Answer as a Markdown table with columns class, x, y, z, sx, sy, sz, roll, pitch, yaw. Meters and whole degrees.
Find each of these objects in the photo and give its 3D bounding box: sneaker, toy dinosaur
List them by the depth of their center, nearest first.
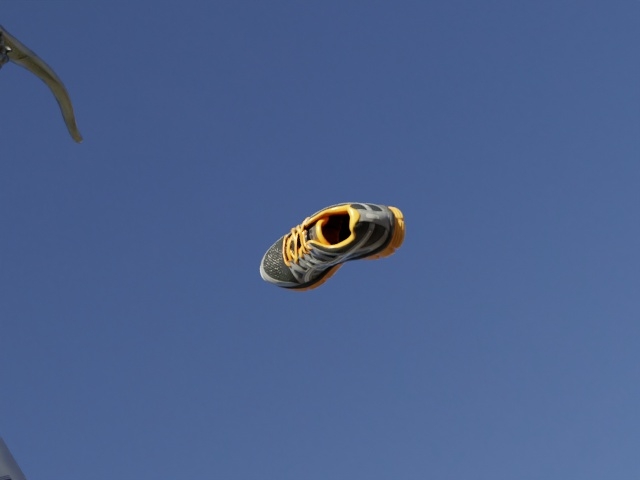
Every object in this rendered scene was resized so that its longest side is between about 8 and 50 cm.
| class | x | y | z | sx | sy | sz | roll | pitch | yaw |
| --- | --- | --- | --- | --- | --- | --- | --- | --- | --- |
| toy dinosaur | -0.281 | -0.177 | 1.018 | 0.268 | 0.118 | 0.064 | 42 | -98 | -12 |
| sneaker | 0.000 | 0.000 | 1.586 | 0.215 | 0.084 | 0.083 | -25 | -28 | 35 |

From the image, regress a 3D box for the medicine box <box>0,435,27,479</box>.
| class | x | y | z | sx | sy | sz | roll | pitch | yaw |
| --- | --- | --- | --- | --- | --- | --- | --- | --- | --- |
| medicine box | -0.474 | 0.419 | 1.584 | 0.289 | 0.263 | 0.149 | -42 | -17 | 18 |
